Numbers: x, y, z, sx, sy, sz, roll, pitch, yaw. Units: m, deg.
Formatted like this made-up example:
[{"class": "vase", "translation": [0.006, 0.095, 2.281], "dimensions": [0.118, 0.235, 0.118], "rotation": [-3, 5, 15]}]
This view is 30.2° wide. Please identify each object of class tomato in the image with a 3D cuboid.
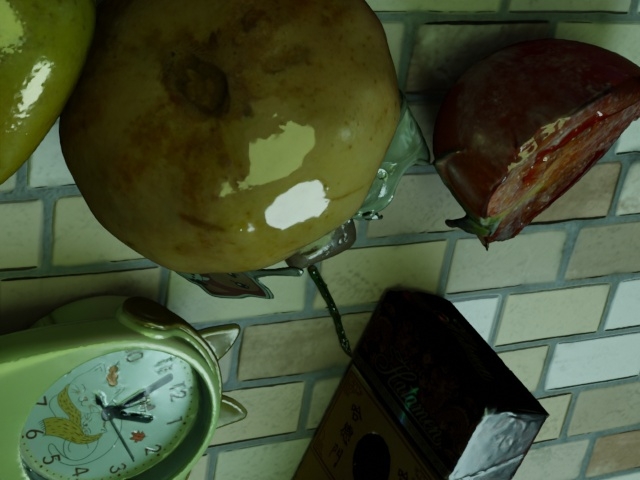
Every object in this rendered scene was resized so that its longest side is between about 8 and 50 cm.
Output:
[{"class": "tomato", "translation": [0.243, -0.147, 1.415], "dimensions": [0.309, 0.170, 0.309], "rotation": [-39, 165, -12]}]

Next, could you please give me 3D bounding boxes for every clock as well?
[{"class": "clock", "translation": [-0.257, 0.193, 1.393], "dimensions": [0.348, 0.117, 0.286], "rotation": [-15, 125, -20]}]

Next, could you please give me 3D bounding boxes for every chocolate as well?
[{"class": "chocolate", "translation": [0.000, 0.000, 1.463], "dimensions": [0.100, 0.031, 0.065], "rotation": [-25, 123, -10]}]

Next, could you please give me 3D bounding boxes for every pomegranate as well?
[{"class": "pomegranate", "translation": [-0.082, -0.128, 1.175], "dimensions": [0.338, 0.338, 0.338], "rotation": [-13, 125, -20]}]

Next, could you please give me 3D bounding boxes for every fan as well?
[{"class": "fan", "translation": [-0.096, 0.036, 1.334], "dimensions": [0.132, 0.220, 0.009], "rotation": [38, 64, -37]}]

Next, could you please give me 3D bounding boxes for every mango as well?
[{"class": "mango", "translation": [-0.342, -0.172, 1.049], "dimensions": [0.365, 0.253, 0.182], "rotation": [-55, 170, 22]}]

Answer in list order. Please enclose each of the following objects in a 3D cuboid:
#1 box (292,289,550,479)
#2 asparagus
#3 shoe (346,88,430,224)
[{"class": "box", "translation": [0.104, 0.304, 1.562], "dimensions": [0.115, 0.264, 0.415], "rotation": [11, 115, -32]}, {"class": "asparagus", "translation": [0.015, 0.093, 1.540], "dimensions": [0.016, 0.016, 0.163], "rotation": [-48, 135, -29]}, {"class": "shoe", "translation": [0.013, -0.048, 1.387], "dimensions": [0.293, 0.109, 0.149], "rotation": [-45, 130, 4]}]
